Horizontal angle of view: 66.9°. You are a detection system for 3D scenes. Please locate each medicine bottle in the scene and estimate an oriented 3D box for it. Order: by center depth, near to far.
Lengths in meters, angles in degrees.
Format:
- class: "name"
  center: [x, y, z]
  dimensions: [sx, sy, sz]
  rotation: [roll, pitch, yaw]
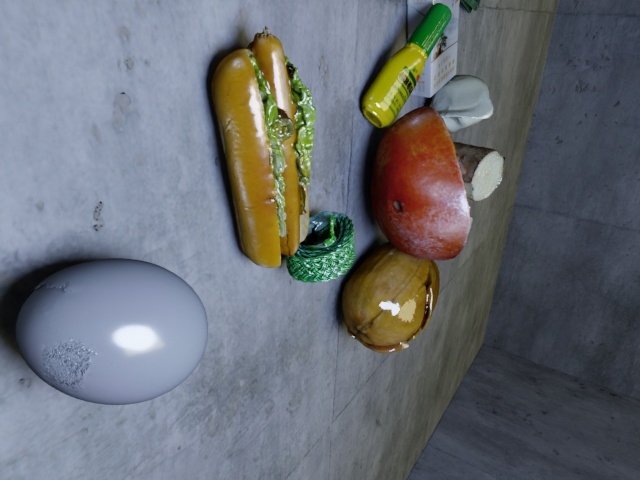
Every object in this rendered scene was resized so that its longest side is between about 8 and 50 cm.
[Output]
- class: "medicine bottle"
  center: [0.171, -0.347, 0.951]
  dimensions: [0.261, 0.064, 0.095]
  rotation: [-58, 143, -3]

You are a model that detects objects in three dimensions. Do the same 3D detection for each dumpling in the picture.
- class: "dumpling"
  center: [0.332, -0.333, 1.193]
  dimensions: [0.250, 0.162, 0.132]
  rotation: [-90, 160, -63]

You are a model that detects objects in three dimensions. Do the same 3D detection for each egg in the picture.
- class: "egg"
  center: [-0.203, 0.091, 0.495]
  dimensions: [0.198, 0.146, 0.147]
  rotation: [33, 76, -54]

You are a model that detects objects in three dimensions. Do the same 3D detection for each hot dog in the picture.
- class: "hot dog"
  center: [-0.067, -0.111, 0.670]
  dimensions: [0.135, 0.100, 0.338]
  rotation: [-42, 139, -42]

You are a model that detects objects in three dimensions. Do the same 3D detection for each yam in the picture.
- class: "yam"
  center: [0.303, -0.181, 1.159]
  dimensions: [0.128, 0.238, 0.130]
  rotation: [-25, 127, -36]

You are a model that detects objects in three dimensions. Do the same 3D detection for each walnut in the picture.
- class: "walnut"
  center: [0.175, 0.106, 1.121]
  dimensions: [0.336, 0.208, 0.209]
  rotation: [-53, 146, -42]

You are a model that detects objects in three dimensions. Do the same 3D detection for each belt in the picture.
- class: "belt"
  center: [0.000, 0.000, 0.832]
  dimensions: [0.151, 0.121, 0.079]
  rotation: [-56, 145, -50]

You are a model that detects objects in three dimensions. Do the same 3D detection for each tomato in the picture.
- class: "tomato"
  center: [0.180, -0.102, 1.004]
  dimensions: [0.338, 0.143, 0.339]
  rotation: [170, -90, -86]

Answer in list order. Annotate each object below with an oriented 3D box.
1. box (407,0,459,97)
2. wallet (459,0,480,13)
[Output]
- class: "box"
  center: [0.251, -0.459, 1.075]
  dimensions: [0.149, 0.067, 0.233]
  rotation: [-48, 142, -38]
- class: "wallet"
  center: [0.386, -0.709, 1.197]
  dimensions: [0.160, 0.055, 0.236]
  rotation: [-3, 109, -53]
